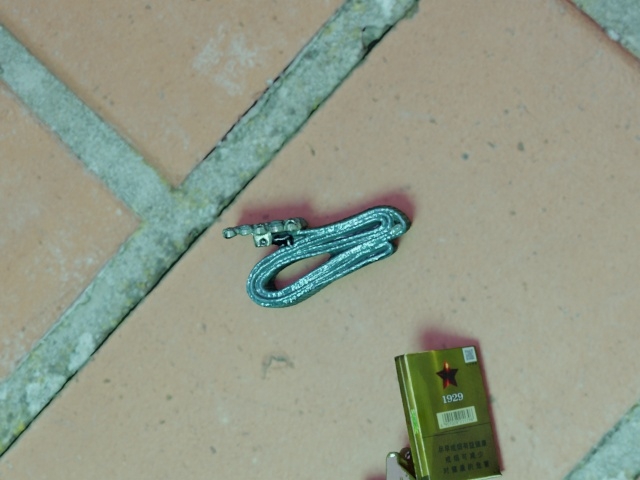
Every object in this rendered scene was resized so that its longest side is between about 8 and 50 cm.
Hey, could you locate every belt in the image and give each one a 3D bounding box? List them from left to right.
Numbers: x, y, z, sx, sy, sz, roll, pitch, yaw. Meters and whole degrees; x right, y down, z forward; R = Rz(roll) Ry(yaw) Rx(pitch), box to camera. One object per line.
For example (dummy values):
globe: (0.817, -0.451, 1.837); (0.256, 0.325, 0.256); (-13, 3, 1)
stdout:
belt: (0.001, 0.000, 1.620); (0.179, 0.065, 0.100); (-23, 87, 10)

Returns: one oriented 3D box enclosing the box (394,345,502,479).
box: (0.125, 0.172, 1.554); (0.023, 0.090, 0.133); (-23, 76, 53)

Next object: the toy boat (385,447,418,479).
toy boat: (0.076, 0.318, 1.562); (0.088, 0.068, 0.226); (-3, 86, 20)
